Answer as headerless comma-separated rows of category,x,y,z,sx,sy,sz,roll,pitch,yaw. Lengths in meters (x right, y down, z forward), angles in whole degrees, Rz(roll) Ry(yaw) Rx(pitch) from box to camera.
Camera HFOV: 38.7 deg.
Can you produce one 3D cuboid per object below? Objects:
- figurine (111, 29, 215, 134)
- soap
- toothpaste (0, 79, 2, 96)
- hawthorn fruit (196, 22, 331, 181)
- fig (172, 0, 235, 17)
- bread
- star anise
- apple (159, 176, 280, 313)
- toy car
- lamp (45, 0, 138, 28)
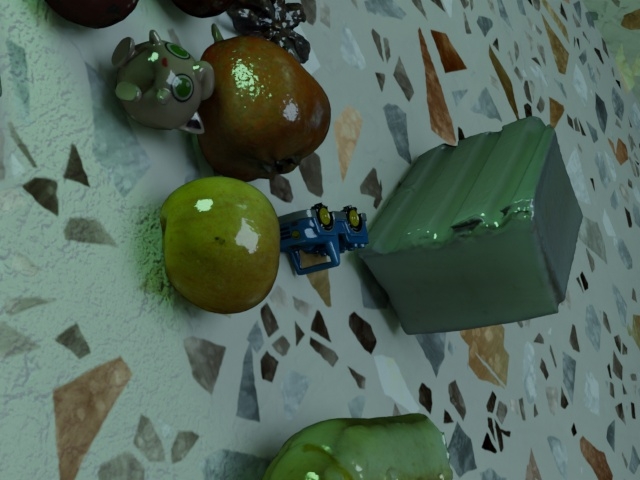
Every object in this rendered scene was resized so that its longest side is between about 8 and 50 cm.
figurine,-0.212,-0.211,1.229,0.138,0.125,0.125,12,66,-47
soap,0.303,-0.039,1.691,0.213,0.350,0.435,59,34,-19
toothpaste,-0.400,-0.250,1.056,0.067,0.037,0.256,2,71,-49
hawthorn fruit,-0.104,-0.212,1.330,0.199,0.199,0.251,-17,77,-56
fig,-0.182,-0.470,1.360,0.170,0.145,0.274,48,39,-55
bread,0.042,0.401,1.257,0.341,0.210,0.301,7,59,-53
star anise,-0.077,-0.355,1.527,0.197,0.073,0.212,-47,117,-49
apple,-0.137,0.005,1.211,0.155,0.182,0.183,4,70,-22
toy car,0.000,0.000,1.462,0.191,0.097,0.100,3,75,-54
lamp,-0.291,-0.354,1.166,0.156,0.134,0.157,-43,113,-53
